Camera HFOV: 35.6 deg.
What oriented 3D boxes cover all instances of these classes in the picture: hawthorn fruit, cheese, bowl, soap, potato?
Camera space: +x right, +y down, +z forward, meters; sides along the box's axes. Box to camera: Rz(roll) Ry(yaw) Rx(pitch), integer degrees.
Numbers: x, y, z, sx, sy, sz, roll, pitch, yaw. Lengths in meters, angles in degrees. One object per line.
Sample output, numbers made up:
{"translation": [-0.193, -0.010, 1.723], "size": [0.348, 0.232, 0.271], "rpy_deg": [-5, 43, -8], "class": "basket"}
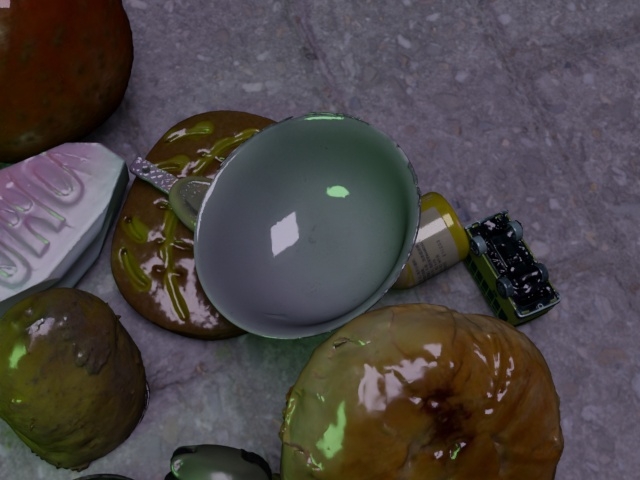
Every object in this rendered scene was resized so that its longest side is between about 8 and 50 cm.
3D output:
{"translation": [-0.479, -0.327, 1.511], "size": [0.402, 0.403, 0.403], "rpy_deg": [2, 67, -5], "class": "hawthorn fruit"}
{"translation": [-0.211, -0.073, 1.538], "size": [0.192, 0.037, 0.097], "rpy_deg": [29, 66, 10], "class": "cheese"}
{"translation": [0.000, 0.000, 1.456], "size": [0.345, 0.157, 0.346], "rpy_deg": [-8, 66, 19], "class": "bowl"}
{"translation": [-0.436, -0.017, 1.518], "size": [0.193, 0.109, 0.324], "rpy_deg": [36, 73, 7], "class": "soap"}
{"translation": [-0.360, 0.172, 1.377], "size": [0.229, 0.266, 0.229], "rpy_deg": [1, 65, -2], "class": "potato"}

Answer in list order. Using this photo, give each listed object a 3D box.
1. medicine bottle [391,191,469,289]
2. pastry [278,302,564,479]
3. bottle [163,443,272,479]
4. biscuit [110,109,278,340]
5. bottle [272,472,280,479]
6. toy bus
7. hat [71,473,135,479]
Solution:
{"translation": [0.115, 0.022, 1.559], "size": [0.212, 0.122, 0.122], "rpy_deg": [-28, 72, -5], "class": "medicine bottle"}
{"translation": [0.131, 0.265, 1.345], "size": [0.409, 0.245, 0.410], "rpy_deg": [-5, 105, -20], "class": "pastry"}
{"translation": [-0.185, 0.421, 1.282], "size": [0.168, 0.168, 0.347], "rpy_deg": [28, 89, 7], "class": "bottle"}
{"translation": [-0.140, -0.029, 1.583], "size": [0.350, 0.070, 0.394], "rpy_deg": [12, 66, 0], "class": "biscuit"}
{"translation": [-0.035, 0.456, 1.365], "size": [0.112, 0.112, 0.260], "rpy_deg": [-27, 73, -15], "class": "bottle"}
{"translation": [0.296, 0.051, 1.573], "size": [0.088, 0.101, 0.175], "rpy_deg": [-21, 66, -16], "class": "toy bus"}
{"translation": [-0.343, 0.401, 1.339], "size": [0.265, 0.265, 0.128], "rpy_deg": [-36, 36, -18], "class": "hat"}
